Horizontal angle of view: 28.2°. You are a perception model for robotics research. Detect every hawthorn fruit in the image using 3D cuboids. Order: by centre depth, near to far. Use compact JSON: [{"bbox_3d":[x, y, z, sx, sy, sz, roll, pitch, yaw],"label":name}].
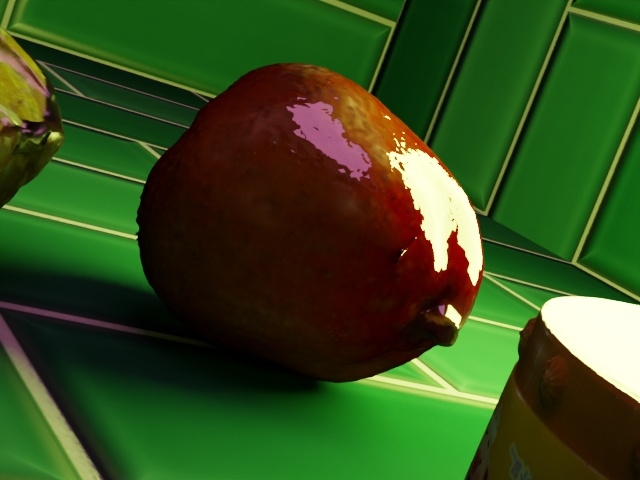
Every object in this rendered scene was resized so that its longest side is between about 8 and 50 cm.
[{"bbox_3d":[-0.005,-0.011,1.162,0.311,0.295,0.295,22,10,0],"label":"hawthorn fruit"}]

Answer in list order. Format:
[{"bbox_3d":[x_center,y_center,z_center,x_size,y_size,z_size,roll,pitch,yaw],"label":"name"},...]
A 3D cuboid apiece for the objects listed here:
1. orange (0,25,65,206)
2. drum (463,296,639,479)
[{"bbox_3d":[-0.379,-0.111,1.060,0.271,0.210,0.368,44,12,0],"label":"orange"},{"bbox_3d":[0.269,0.204,0.694,0.431,0.214,0.431,20,11,-4],"label":"drum"}]
